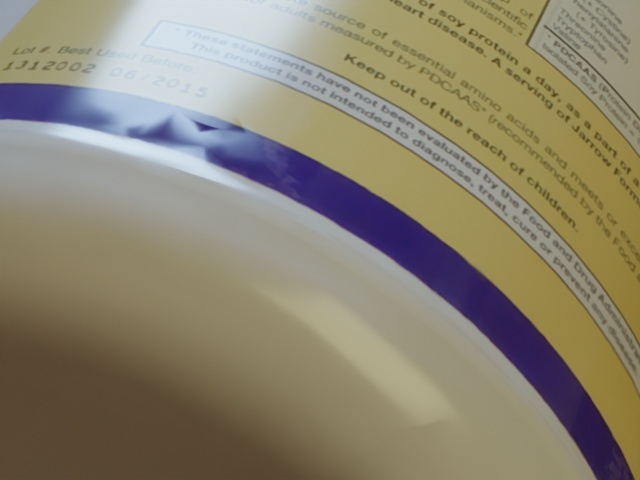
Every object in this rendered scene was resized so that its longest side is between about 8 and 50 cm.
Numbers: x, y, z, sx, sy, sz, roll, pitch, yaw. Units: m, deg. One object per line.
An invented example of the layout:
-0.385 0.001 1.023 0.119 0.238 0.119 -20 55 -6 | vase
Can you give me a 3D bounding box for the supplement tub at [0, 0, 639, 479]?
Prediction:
0.000 0.000 0.531 0.241 0.241 0.331 42 40 -10 | supplement tub
